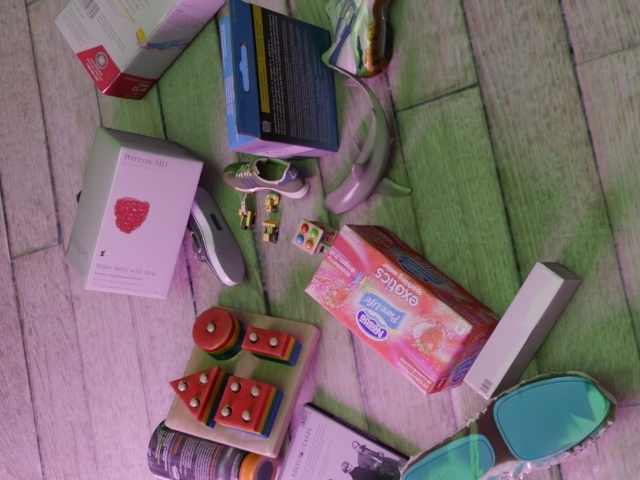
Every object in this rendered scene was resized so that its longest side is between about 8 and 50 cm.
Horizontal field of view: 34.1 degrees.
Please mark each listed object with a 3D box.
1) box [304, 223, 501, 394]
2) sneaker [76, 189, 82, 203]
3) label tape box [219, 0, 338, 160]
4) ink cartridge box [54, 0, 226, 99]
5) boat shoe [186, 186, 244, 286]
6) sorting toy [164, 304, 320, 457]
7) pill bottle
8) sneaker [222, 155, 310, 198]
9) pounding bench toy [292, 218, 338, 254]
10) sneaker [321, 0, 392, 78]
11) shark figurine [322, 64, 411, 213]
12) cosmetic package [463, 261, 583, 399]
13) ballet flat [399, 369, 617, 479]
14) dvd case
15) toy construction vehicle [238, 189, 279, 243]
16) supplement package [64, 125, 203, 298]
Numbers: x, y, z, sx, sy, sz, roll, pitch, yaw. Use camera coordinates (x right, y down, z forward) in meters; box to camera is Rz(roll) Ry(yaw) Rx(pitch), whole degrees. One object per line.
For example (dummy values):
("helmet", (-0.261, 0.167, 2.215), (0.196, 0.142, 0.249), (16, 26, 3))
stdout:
("box", (0.142, 0.115, 1.823), (0.300, 0.142, 0.154), (40, 110, 25))
("sneaker", (-0.462, -0.075, 2.231), (0.178, 0.077, 0.072), (17, 97, 31))
("label tape box", (-0.100, -0.281, 1.866), (0.106, 0.334, 0.240), (-7, 85, 31))
("ink cartridge box", (-0.374, -0.475, 2.156), (0.306, 0.131, 0.226), (-42, 68, 22))
("boat shoe", (-0.227, 0.003, 2.089), (0.076, 0.080, 0.228), (-39, 69, 31))
("sorting toy", (-0.165, 0.250, 1.980), (0.255, 0.089, 0.257), (9, 69, 31))
("pill bottle", (-0.207, 0.429, 2.035), (0.246, 0.130, 0.130), (9, 93, 32))
("sneaker", (-0.115, -0.135, 2.008), (0.192, 0.086, 0.064), (12, 66, 28))
("pounding bench toy", (0.000, 0.000, 1.957), (0.083, 0.065, 0.052), (31, 104, 28))
("sneaker", (0.065, -0.448, 1.900), (0.131, 0.112, 0.296), (11, 94, 31))
("shark figurine", (0.076, -0.168, 1.872), (0.166, 0.116, 0.278), (14, 107, 27))
("cosmetic package", (0.335, 0.148, 1.733), (0.060, 0.099, 0.239), (38, 107, 29))
("ballet flat", (0.310, 0.330, 1.725), (0.409, 0.147, 0.147), (-32, 73, 25))
("dvd case", (0.040, 0.433, 1.945), (0.239, 0.030, 0.179), (25, 102, 29))
("toy construction vehicle", (-0.120, -0.048, 2.048), (0.086, 0.035, 0.098), (12, 95, 31))
("supplement package", (-0.375, -0.056, 2.082), (0.175, 0.178, 0.293), (36, 113, 57))
